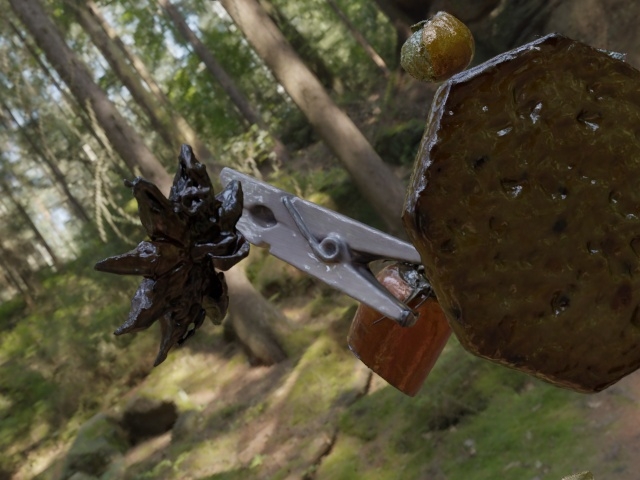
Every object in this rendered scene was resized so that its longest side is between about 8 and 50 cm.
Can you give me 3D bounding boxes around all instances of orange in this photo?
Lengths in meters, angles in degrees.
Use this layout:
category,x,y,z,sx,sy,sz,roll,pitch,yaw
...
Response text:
category,x,y,z,sx,sy,sz,roll,pitch,yaw
orange,0.231,-0.384,1.622,0.156,0.134,0.156,-14,10,2

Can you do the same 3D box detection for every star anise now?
category,x,y,z,sx,sy,sz,roll,pitch,yaw
star anise,-0.147,0.024,0.968,0.102,0.272,0.272,9,17,30

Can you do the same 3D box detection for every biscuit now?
category,x,y,z,sx,sy,sz,roll,pitch,yaw
biscuit,0.245,-0.029,0.808,0.359,0.359,0.046,-34,4,-19

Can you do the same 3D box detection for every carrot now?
category,x,y,z,sx,sy,sz,roll,pitch,yaw
carrot,0.173,0.150,1.649,0.214,0.193,0.331,14,-67,-39

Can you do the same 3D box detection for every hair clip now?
category,x,y,z,sx,sy,sz,roll,pitch,yaw
hair clip,-0.002,0.000,1.092,0.101,0.330,0.085,-67,-19,8

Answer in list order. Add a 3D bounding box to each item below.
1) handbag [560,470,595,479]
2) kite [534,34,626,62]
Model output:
category,x,y,z,sx,sy,sz,roll,pitch,yaw
handbag,0.477,0.465,1.475,0.061,0.083,0.027,-15,-32,-1
kite,0.372,-0.229,1.231,0.244,0.198,0.006,-34,-13,-14
